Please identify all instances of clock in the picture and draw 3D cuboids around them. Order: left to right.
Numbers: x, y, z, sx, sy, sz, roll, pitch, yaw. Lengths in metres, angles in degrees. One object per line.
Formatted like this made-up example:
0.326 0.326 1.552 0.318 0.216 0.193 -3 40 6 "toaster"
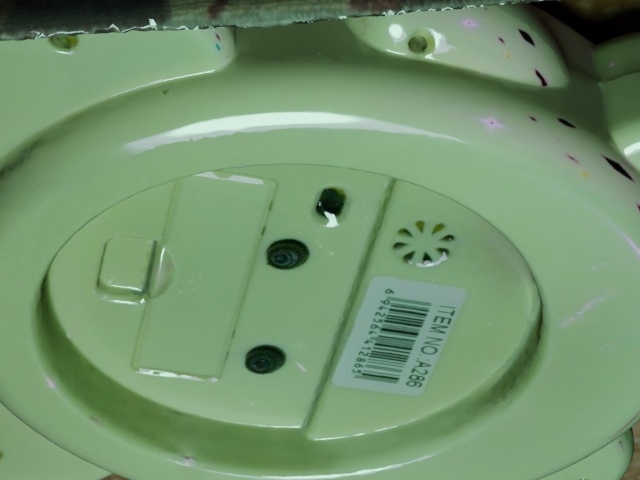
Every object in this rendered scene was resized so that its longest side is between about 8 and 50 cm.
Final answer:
0.000 0.000 0.783 0.309 0.114 0.284 8 133 -10 "clock"

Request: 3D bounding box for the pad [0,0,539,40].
0.029 -0.146 0.554 0.330 0.220 0.004 -4 144 5 "pad"
